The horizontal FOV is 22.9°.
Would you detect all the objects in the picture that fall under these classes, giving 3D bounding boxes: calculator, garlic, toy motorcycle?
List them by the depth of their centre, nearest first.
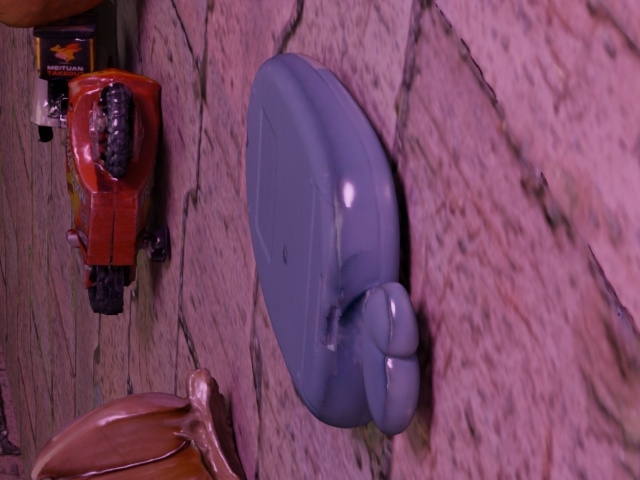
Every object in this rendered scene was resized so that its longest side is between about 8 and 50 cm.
[{"bbox_3d":[0.000,0.000,0.925,0.302,0.042,0.188,-116,27,-59],"label":"calculator"},{"bbox_3d":[-0.129,0.231,1.258,0.214,0.191,0.160,62,179,30],"label":"garlic"},{"bbox_3d":[-0.199,-0.060,1.525,0.298,0.089,0.171,104,157,-50],"label":"toy motorcycle"},{"bbox_3d":[-0.257,-0.198,1.662,0.263,0.091,0.157,-101,12,-63],"label":"toy motorcycle"}]

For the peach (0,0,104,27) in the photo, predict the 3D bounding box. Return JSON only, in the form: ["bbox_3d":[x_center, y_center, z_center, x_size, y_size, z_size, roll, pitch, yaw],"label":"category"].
[{"bbox_3d":[-0.262,-0.297,1.473,0.232,0.232,0.232,175,90,-74],"label":"peach"}]
